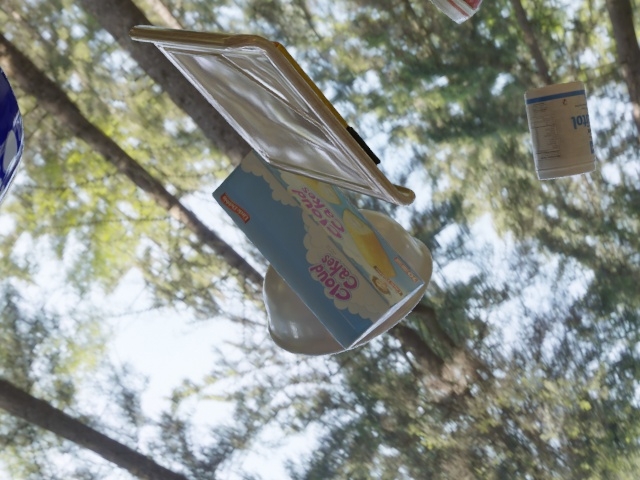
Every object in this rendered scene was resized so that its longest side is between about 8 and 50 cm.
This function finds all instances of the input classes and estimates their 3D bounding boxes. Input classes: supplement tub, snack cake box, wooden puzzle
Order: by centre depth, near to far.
[{"bbox_3d":[-0.041,-0.123,0.847,0.221,0.239,0.044,22,-105,53],"label":"wooden puzzle"},{"bbox_3d":[0.281,-0.129,1.077,0.071,0.071,0.107,-9,-84,24],"label":"supplement tub"},{"bbox_3d":[0.000,0.000,1.195,0.089,0.152,0.264,-45,-98,20],"label":"snack cake box"}]

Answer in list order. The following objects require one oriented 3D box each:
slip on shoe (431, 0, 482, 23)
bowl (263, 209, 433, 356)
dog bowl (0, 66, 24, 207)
[{"bbox_3d":[0.117,-0.383,1.083,0.101,0.123,0.331,-45,-134,20],"label":"slip on shoe"},{"bbox_3d":[0.021,0.038,1.484,0.298,0.134,0.298,-21,-150,13],"label":"bowl"},{"bbox_3d":[-0.353,-0.076,0.645,0.265,0.265,0.104,-12,-139,23],"label":"dog bowl"}]
